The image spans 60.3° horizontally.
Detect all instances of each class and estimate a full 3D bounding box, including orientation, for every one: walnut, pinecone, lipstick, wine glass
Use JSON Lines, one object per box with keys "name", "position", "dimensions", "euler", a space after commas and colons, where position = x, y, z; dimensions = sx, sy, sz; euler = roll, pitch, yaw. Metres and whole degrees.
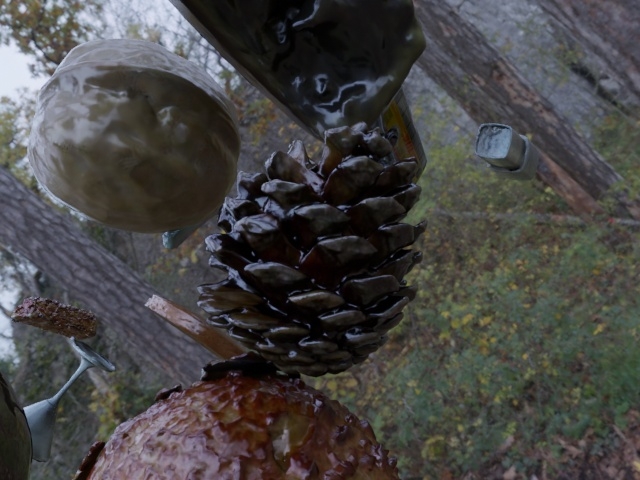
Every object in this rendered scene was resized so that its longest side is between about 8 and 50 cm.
{"name": "walnut", "position": [-0.320, -0.182, 0.998], "dimensions": [0.381, 0.381, 0.381], "euler": [-53, 4, 5]}
{"name": "pinecone", "position": [-0.001, 0.004, 0.452], "dimensions": [0.184, 0.179, 0.204], "euler": [-74, -2, -72]}
{"name": "lipstick", "position": [0.367, -0.170, 1.077], "dimensions": [0.253, 0.078, 0.078], "euler": [2, -81, -61]}
{"name": "wine glass", "position": [-0.446, 0.265, 0.935], "dimensions": [0.183, 0.122, 0.122], "euler": [-52, 4, -13]}

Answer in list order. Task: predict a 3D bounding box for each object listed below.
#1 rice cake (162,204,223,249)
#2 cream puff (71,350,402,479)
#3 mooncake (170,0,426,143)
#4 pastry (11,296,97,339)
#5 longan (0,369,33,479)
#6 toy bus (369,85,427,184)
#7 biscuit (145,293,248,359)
{"name": "rice cake", "position": [-0.262, -0.041, 1.160], "dimensions": [0.207, 0.033, 0.033], "euler": [-51, -27, -54]}
{"name": "cream puff", "position": [-0.062, 0.287, 0.469], "dimensions": [0.350, 0.350, 0.229], "euler": [-53, 37, -5]}
{"name": "mooncake", "position": [-0.049, -0.340, 0.742], "dimensions": [0.246, 0.393, 0.394], "euler": [-53, -7, -1]}
{"name": "pastry", "position": [-0.514, 0.146, 1.072], "dimensions": [0.087, 0.169, 0.063], "euler": [-13, 61, 26]}
{"name": "longan", "position": [-0.552, 0.302, 0.673], "dimensions": [0.404, 0.336, 0.404], "euler": [-55, -4, -6]}
{"name": "toy bus", "position": [0.136, -0.198, 1.074], "dimensions": [0.106, 0.092, 0.268], "euler": [-54, -33, -11]}
{"name": "biscuit", "position": [-0.189, 0.155, 0.901], "dimensions": [0.186, 0.192, 0.036], "euler": [13, 62, 48]}
